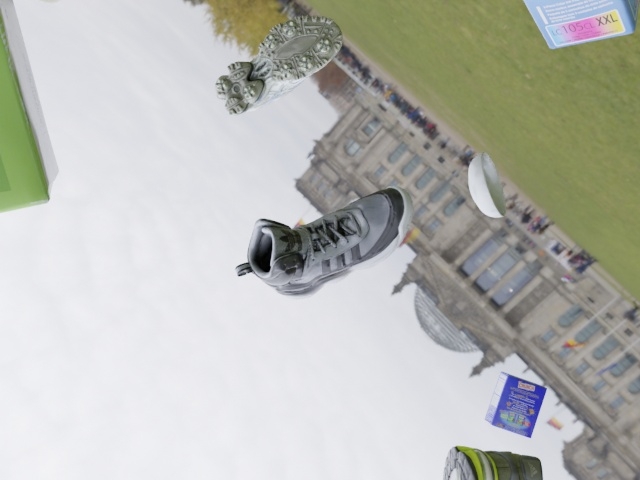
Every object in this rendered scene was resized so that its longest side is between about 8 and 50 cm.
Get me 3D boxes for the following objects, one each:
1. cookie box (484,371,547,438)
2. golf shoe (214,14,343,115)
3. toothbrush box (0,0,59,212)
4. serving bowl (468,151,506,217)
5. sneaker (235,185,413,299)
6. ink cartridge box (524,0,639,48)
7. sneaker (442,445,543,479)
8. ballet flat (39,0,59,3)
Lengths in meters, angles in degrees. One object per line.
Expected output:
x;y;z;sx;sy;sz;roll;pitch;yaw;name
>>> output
0.399;0.334;1.092;0.092;0.107;0.040;21;178;-6;cookie box
-0.045;-0.214;0.659;0.086;0.176;0.069;-25;-87;-65;golf shoe
-0.300;-0.097;0.249;0.283;0.206;0.122;-15;-160;-21;toothbrush box
0.203;-0.066;0.664;0.083;0.027;0.083;33;-131;-48;serving bowl
0.000;0.000;0.775;0.153;0.268;0.101;18;-135;-53;sneaker
0.383;-0.539;0.838;0.151;0.270;0.395;0;157;45;ink cartridge box
0.238;0.394;0.786;0.121;0.300;0.111;-1;-130;-2;sneaker
-0.325;-0.321;0.621;0.086;0.086;0.248;38;-155;-16;ballet flat
